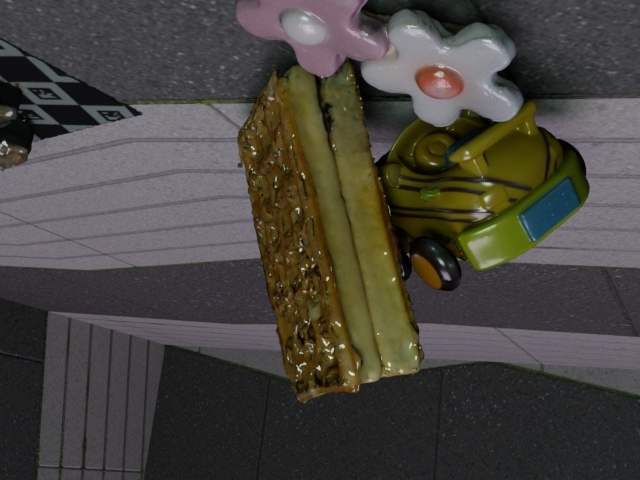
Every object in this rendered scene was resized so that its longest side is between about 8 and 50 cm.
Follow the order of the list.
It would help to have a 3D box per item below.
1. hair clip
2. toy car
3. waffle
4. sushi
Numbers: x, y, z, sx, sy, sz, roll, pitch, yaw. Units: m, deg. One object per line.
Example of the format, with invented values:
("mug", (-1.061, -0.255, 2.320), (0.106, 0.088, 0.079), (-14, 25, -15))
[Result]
("hair clip", (0.050, -0.165, 0.648), (0.257, 0.075, 0.146), (15, 168, -12))
("toy car", (0.133, -0.062, 0.784), (0.142, 0.200, 0.248), (60, 157, -16))
("waffle", (-0.001, 0.000, 0.796), (0.091, 0.308, 0.213), (-11, 170, -18))
("sushi", (-0.404, -0.152, 0.902), (0.292, 0.059, 0.294), (-6, 159, 39))
